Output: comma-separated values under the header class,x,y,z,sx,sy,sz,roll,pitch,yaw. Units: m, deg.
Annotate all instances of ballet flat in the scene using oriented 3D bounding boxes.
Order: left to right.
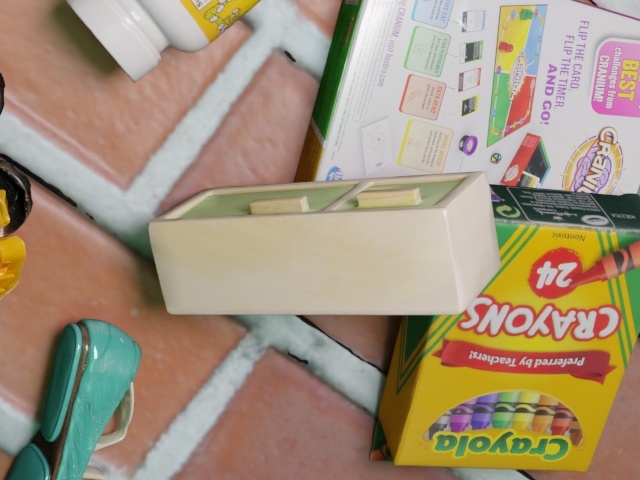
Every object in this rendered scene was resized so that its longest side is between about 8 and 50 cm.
class,x,y,z,sx,sy,sz,roll,pitch,yaw
ballet flat,-0.221,0.190,1.003,0.087,0.083,0.247,17,101,-32

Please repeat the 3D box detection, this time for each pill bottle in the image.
class,x,y,z,sx,sy,sz,roll,pitch,yaw
pill bottle,-0.100,-0.228,0.906,0.208,0.117,0.117,-41,110,-2

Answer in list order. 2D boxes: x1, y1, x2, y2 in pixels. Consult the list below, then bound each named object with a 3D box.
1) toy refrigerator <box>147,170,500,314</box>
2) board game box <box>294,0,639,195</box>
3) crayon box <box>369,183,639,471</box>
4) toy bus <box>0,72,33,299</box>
class,x,y,z,sx,sy,sz,roll,pitch,yaw
toy refrigerator,0.000,0.000,0.919,0.269,0.102,0.094,-1,109,29
board game box,0.157,-0.115,1.029,0.316,0.064,0.242,13,100,-17
crayon box,0.177,0.107,1.040,0.202,0.081,0.319,4,119,-13
toy bus,-0.354,-0.050,0.881,0.211,0.149,0.220,-11,109,2
